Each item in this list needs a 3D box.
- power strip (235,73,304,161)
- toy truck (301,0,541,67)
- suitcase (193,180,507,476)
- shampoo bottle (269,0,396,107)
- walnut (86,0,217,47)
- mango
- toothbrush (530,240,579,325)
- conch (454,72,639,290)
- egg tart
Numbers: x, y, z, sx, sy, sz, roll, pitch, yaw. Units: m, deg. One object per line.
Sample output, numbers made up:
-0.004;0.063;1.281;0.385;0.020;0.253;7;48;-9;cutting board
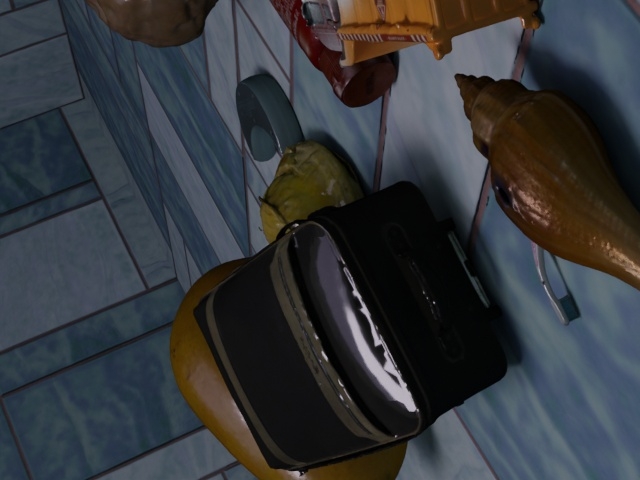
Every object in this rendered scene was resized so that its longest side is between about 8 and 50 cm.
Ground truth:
-0.089;-0.190;1.671;0.137;0.044;0.216;70;165;-9;power strip
0.071;-0.225;0.945;0.270;0.114;0.135;26;132;65;toy truck
0.014;0.111;1.276;0.434;0.194;0.283;-33;83;56;suitcase
-0.019;-0.287;1.222;0.314;0.076;0.118;59;162;27;shampoo bottle
-0.231;-0.404;1.491;0.227;0.273;0.273;33;162;0;walnut
-0.042;0.216;1.609;0.445;0.300;0.232;52;146;28;mango
0.192;-0.016;0.997;0.204;0.022;0.017;67;161;2;toothbrush
0.200;-0.021;0.824;0.330;0.093;0.109;58;156;28;conch
0.000;0.000;1.516;0.290;0.115;0.290;56;163;27;egg tart
